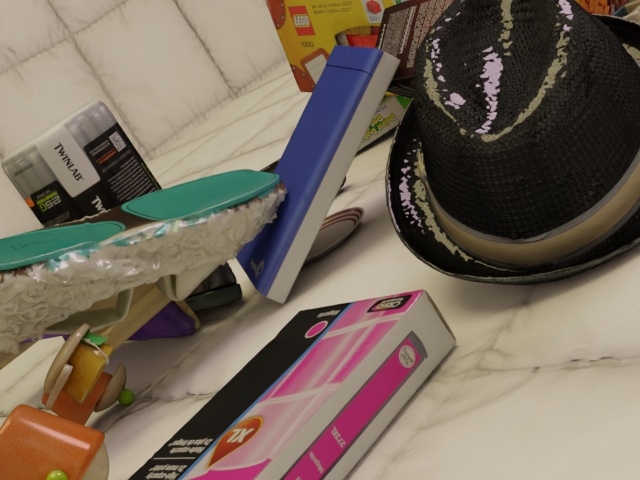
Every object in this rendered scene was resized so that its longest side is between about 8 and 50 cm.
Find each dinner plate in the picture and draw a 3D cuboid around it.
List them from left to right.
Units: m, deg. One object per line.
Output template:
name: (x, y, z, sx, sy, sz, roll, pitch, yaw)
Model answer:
dinner plate: (0.000, 0.000, 1.294, 0.141, 0.017, 0.141, -30, 14, 8)

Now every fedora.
fedora: (0.178, -0.128, 0.856, 0.334, 0.152, 0.334, -16, 47, 17)

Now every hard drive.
hard drive: (-0.013, -0.094, 1.235, 0.319, 0.040, 0.210, -64, 17, 5)

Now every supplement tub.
supplement tub: (-0.347, -0.049, 1.565, 0.193, 0.316, 0.193, -31, 14, 9)

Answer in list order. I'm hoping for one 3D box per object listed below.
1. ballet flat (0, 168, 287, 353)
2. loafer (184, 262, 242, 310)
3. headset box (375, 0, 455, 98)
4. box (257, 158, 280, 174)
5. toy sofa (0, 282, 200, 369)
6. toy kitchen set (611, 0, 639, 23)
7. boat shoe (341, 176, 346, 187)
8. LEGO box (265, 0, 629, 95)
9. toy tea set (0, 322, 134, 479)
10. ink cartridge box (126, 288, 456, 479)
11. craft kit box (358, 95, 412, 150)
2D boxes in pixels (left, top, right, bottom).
ballet flat: (-0.221, 0.022, 1.132, 0.409, 0.147, 0.147, -18, 6, -33)
loafer: (-0.201, 0.056, 1.353, 0.096, 0.084, 0.267, -17, 4, -40)
headset box: (0.215, -0.217, 1.160, 0.293, 0.218, 0.110, -164, 87, -71)
box: (-0.088, -0.103, 1.739, 0.062, 0.052, 0.083, -29, 14, 12)
toy sofa: (-0.338, 0.105, 1.314, 0.362, 0.177, 0.150, -13, 22, 49)
toy kitchen set: (0.383, -0.344, 1.348, 0.207, 0.166, 0.122, -41, 17, -32)
boat shoe: (-0.045, -0.047, 1.498, 0.206, 0.075, 0.065, -27, 58, -1)
LEGO box: (0.212, -0.400, 1.593, 0.372, 0.193, 0.500, -35, 27, -27)
toy tea set: (-0.256, 0.211, 1.011, 0.200, 0.124, 0.336, -58, 6, 27)
ink cartridge box: (-0.059, 0.176, 0.759, 0.175, 0.069, 0.371, -14, 25, 50)
craft kit box: (0.089, -0.246, 1.758, 0.246, 0.061, 0.250, -29, 21, 19)
